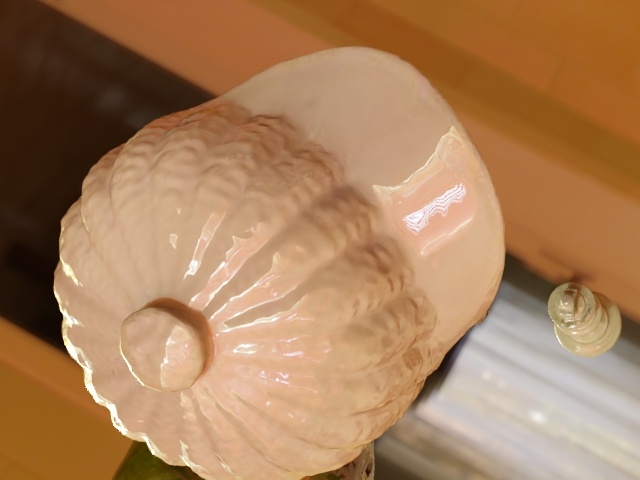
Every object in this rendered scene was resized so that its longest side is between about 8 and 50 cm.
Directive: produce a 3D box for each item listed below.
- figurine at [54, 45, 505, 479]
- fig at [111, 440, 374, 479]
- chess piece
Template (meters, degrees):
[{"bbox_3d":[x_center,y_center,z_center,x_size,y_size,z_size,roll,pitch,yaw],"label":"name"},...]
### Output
[{"bbox_3d":[-0.015,0.025,0.945,0.204,0.185,0.332,-57,171,-6],"label":"figurine"},{"bbox_3d":[-0.074,0.182,1.572,0.245,0.195,0.195,-17,158,-12],"label":"fig"},{"bbox_3d":[0.217,0.063,1.603,0.059,0.059,0.149,-61,161,0],"label":"chess piece"}]
